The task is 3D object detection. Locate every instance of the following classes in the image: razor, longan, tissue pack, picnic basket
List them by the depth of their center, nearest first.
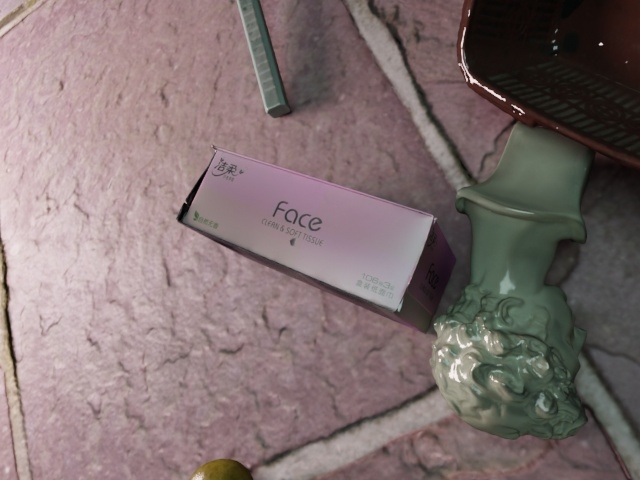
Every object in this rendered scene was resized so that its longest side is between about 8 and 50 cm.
[{"bbox_3d":[0.270,-0.190,0.441,0.297,0.129,0.223,45,136,40],"label":"picnic basket"},{"bbox_3d":[-0.098,0.266,0.547,0.083,0.075,0.075,32,88,25],"label":"longan"},{"bbox_3d":[0.000,0.000,0.547,0.246,0.148,0.093,20,81,25],"label":"tissue pack"},{"bbox_3d":[-0.087,-0.292,0.725,0.111,0.056,0.278,-20,67,15],"label":"razor"}]

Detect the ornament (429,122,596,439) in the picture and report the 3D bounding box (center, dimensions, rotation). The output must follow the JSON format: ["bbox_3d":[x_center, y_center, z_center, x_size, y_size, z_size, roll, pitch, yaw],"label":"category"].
[{"bbox_3d":[0.172,0.027,0.478,0.130,0.120,0.285,3,74,26],"label":"ornament"}]
